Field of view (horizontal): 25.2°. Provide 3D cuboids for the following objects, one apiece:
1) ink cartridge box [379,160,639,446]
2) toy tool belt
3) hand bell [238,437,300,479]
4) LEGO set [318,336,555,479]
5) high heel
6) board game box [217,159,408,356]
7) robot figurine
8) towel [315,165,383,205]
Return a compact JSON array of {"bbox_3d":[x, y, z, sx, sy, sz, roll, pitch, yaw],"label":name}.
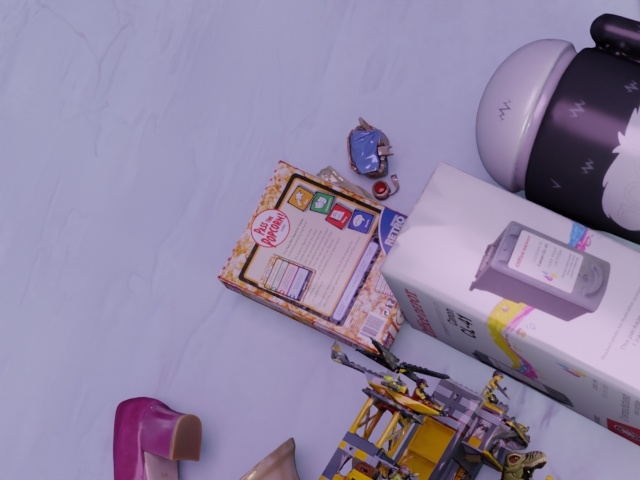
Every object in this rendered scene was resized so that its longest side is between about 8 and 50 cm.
[{"bbox_3d":[0.230,0.071,1.374,0.306,0.226,0.131,25,78,19],"label":"ink cartridge box"},{"bbox_3d":[0.055,-0.089,1.551,0.052,0.051,0.083,-15,71,7],"label":"toy tool belt"},{"bbox_3d":[0.003,0.328,1.422,0.126,0.126,0.242,-41,82,-3],"label":"hand bell"},{"bbox_3d":[0.154,0.213,1.318,0.255,0.331,0.192,23,76,38],"label":"LEGO set"},{"bbox_3d":[-0.194,0.287,1.490,0.117,0.082,0.244,5,88,46],"label":"high heel"},{"bbox_3d":[0.011,0.019,1.500,0.193,0.045,0.147,25,79,17],"label":"board game box"},{"bbox_3d":[0.294,-0.097,1.444,0.278,0.174,0.209,23,55,17],"label":"robot figurine"},{"bbox_3d":[0.000,0.000,1.549,0.110,0.027,0.148,35,83,20],"label":"towel"}]
